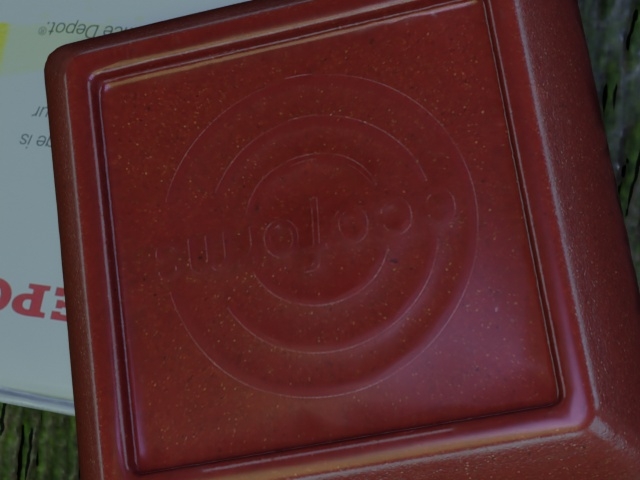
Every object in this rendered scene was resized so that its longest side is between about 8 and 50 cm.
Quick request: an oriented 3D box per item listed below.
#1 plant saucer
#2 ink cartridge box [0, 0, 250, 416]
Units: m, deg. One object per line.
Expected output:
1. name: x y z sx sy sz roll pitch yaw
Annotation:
1. plant saucer: 0.000 0.000 0.546 0.258 0.048 0.259 -11 75 10
2. ink cartridge box: -0.043 -0.083 0.686 0.279 0.160 0.385 8 78 16
